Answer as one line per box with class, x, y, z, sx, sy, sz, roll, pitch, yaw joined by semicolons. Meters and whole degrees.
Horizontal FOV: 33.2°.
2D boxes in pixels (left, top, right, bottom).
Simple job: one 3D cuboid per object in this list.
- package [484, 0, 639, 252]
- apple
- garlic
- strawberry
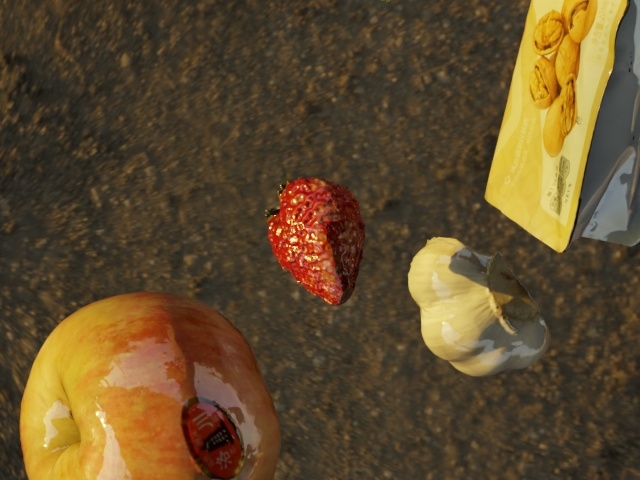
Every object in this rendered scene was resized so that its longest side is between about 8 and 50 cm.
package;0.329;-0.157;1.247;0.165;0.221;0.311;4;109;-19
apple;-0.119;0.140;0.778;0.164;0.209;0.210;6;87;-36
garlic;0.206;0.112;1.494;0.229;0.178;0.143;38;68;-12
strawberry;0.004;-0.006;1.270;0.131;0.131;0.148;-38;62;-17
